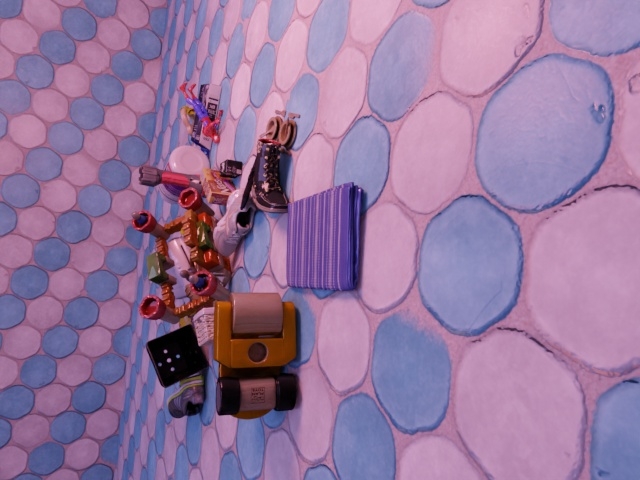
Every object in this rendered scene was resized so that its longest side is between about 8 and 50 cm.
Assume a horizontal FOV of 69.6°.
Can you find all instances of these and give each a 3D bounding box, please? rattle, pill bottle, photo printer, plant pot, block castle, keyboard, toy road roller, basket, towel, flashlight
[{"bbox_3d":[-0.600,-0.575,2.267,0.130,0.142,0.200,89,165,-81],"label":"rattle"},{"bbox_3d":[-0.643,-0.289,2.133,0.323,0.181,0.182,-34,56,52],"label":"pill bottle"},{"bbox_3d":[-0.606,0.122,1.989,0.307,0.107,0.256,-21,92,57],"label":"photo printer"},{"bbox_3d":[-0.585,0.468,1.830,0.167,0.188,0.188,-35,78,52],"label":"plant pot"},{"bbox_3d":[-0.524,0.049,1.688,0.302,0.213,0.454,-24,59,10],"label":"block castle"},{"bbox_3d":[-0.226,-0.194,1.503,0.108,0.023,0.180,115,168,-53],"label":"keyboard"},{"bbox_3d":[-0.194,0.311,1.251,0.240,0.202,0.330,156,115,-67],"label":"toy road roller"},{"bbox_3d":[-0.310,0.274,1.482,0.113,0.167,0.103,-37,60,51],"label":"basket"},{"bbox_3d":[0.000,0.000,1.146,0.336,0.040,0.244,-7,80,61],"label":"towel"},{"bbox_3d":[-0.588,-0.242,1.911,0.103,0.303,0.104,-16,72,56],"label":"flashlight"}]

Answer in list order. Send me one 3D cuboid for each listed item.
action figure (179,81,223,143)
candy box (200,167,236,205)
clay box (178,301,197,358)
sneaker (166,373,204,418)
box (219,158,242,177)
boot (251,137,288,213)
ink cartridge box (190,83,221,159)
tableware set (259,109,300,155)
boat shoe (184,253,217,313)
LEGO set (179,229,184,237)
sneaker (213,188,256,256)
[{"bbox_3d":[-0.482,-0.559,1.970,0.139,0.091,0.281,-25,91,29],"label":"action figure"},{"bbox_3d":[-0.387,-0.203,1.756,0.053,0.109,0.187,-65,35,27],"label":"candy box"},{"bbox_3d":[-0.565,0.381,1.993,0.128,0.053,0.222,-64,36,31],"label":"clay box"},{"bbox_3d":[-0.541,0.658,1.851,0.300,0.111,0.121,-57,43,40],"label":"sneaker"},{"bbox_3d":[-0.338,-0.268,1.730,0.083,0.062,0.052,-6,80,58],"label":"box"},{"bbox_3d":[-0.147,-0.191,1.351,0.236,0.085,0.179,-132,46,-56],"label":"boot"},{"bbox_3d":[-0.532,-0.546,2.116,0.165,0.065,0.333,26,108,57],"label":"ink cartridge box"},{"bbox_3d":[-0.131,-0.339,1.419,0.194,0.039,0.129,33,113,57],"label":"tableware set"},{"bbox_3d":[-0.475,0.196,1.813,0.122,0.119,0.325,-28,60,54],"label":"boat shoe"},{"bbox_3d":[-0.535,-0.031,1.972,0.132,0.107,0.287,-64,35,29],"label":"LEGO set"},{"bbox_3d":[-0.294,-0.041,1.585,0.121,0.099,0.263,52,129,44],"label":"sneaker"}]
